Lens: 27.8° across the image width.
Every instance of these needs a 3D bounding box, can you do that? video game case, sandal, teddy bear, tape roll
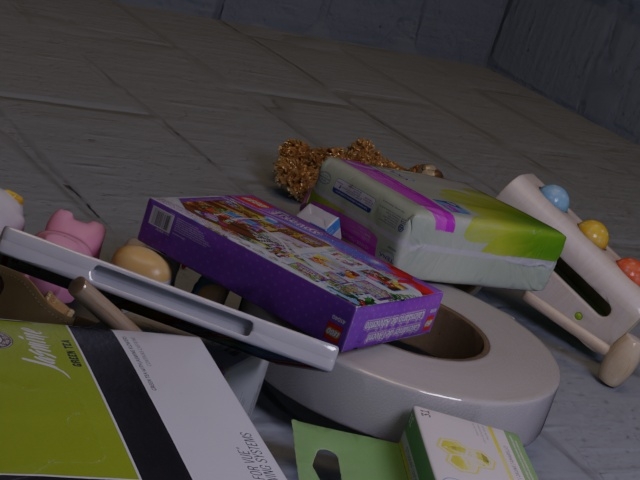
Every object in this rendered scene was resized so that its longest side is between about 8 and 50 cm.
[{"bbox_3d":[-0.141,0.054,1.115,0.285,0.025,0.204,21,-9,-13],"label":"video game case"},{"bbox_3d":[-0.288,0.103,1.367,0.240,0.088,0.079,20,-17,34],"label":"sandal"},{"bbox_3d":[0.080,-0.105,2.227,0.338,0.113,0.245,21,21,12],"label":"teddy bear"},{"bbox_3d":[0.091,0.123,1.520,0.392,0.072,0.392,15,18,-5],"label":"tape roll"}]

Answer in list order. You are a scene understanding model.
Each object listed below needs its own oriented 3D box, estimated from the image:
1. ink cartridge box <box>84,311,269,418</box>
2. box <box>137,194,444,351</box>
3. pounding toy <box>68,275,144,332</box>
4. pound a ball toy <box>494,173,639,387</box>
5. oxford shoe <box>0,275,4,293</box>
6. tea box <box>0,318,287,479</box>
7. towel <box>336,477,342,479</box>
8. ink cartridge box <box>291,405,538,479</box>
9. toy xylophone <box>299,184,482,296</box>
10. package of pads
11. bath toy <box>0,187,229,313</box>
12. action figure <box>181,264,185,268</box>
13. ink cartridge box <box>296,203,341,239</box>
[{"bbox_3d":[-0.154,0.148,1.237,0.128,0.127,0.176,26,19,21],"label":"ink cartridge box"},{"bbox_3d":[-0.032,0.029,1.458,0.293,0.057,0.201,27,17,28],"label":"box"},{"bbox_3d":[-0.232,0.112,1.084,0.183,0.237,0.110,45,17,-36],"label":"pounding toy"},{"bbox_3d":[0.374,0.045,1.883,0.319,0.136,0.208,46,20,14],"label":"pound a ball toy"},{"bbox_3d":[-0.461,0.043,1.077,0.397,0.147,0.140,-14,11,-33],"label":"oxford shoe"},{"bbox_3d":[-0.205,0.215,0.851,0.323,0.220,0.329,9,20,-26],"label":"tea box"},{"bbox_3d":[0.126,0.287,1.238,0.237,0.037,0.329,31,22,33],"label":"towel"},{"bbox_3d":[0.096,0.222,1.255,0.235,0.056,0.171,17,19,-11],"label":"ink cartridge box"},{"bbox_3d":[0.116,-0.001,1.998,0.322,0.081,0.236,16,18,-6],"label":"toy xylophone"},{"bbox_3d":[0.151,-0.021,1.765,0.296,0.101,0.229,8,16,-38],"label":"package of pads"},{"bbox_3d":[-0.282,0.035,1.482,0.348,0.129,0.151,20,-26,2],"label":"bath toy"},{"bbox_3d":[-0.178,0.009,1.791,0.038,0.030,0.115,15,15,9],"label":"action figure"},{"bbox_3d":[0.000,0.000,1.597,0.048,0.083,0.028,27,55,29],"label":"ink cartridge box"}]
